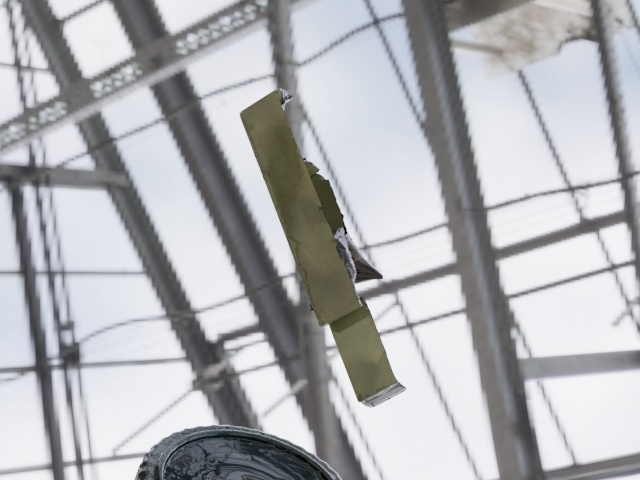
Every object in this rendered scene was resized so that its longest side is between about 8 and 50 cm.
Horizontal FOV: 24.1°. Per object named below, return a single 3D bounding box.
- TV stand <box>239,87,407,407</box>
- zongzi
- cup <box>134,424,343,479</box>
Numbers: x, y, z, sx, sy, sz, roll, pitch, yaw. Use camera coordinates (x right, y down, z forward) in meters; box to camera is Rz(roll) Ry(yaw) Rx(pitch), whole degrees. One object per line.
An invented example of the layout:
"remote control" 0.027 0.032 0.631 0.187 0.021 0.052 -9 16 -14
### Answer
"TV stand" 0.000 0.000 1.057 0.036 0.042 0.249 -29 -116 17
"zongzi" 0.003 0.024 1.239 0.083 0.067 0.073 50 -59 16
"cup" -0.118 0.368 1.471 0.242 0.308 0.292 29 -63 20
